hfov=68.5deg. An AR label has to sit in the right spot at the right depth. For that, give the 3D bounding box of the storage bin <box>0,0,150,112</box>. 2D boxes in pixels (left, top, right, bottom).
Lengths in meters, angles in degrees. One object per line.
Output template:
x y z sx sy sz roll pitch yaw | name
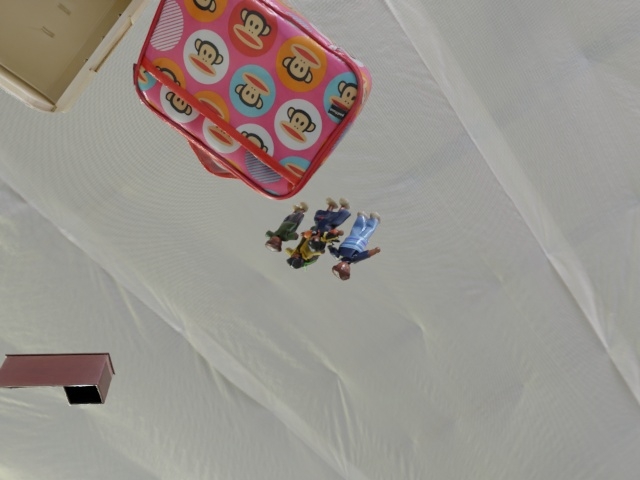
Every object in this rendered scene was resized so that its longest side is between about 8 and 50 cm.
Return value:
-0.388 -0.345 0.607 0.260 0.123 0.262 37 -90 -22 | storage bin

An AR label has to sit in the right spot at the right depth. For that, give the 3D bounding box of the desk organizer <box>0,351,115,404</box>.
-0.345 0.181 0.613 0.130 0.050 0.047 1 -53 -7 | desk organizer

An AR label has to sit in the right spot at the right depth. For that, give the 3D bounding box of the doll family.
0.000 0.000 0.686 0.192 0.111 0.076 -8 -52 45 | doll family

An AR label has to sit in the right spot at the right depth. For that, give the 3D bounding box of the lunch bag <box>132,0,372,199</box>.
-0.104 -0.204 0.656 0.293 0.120 0.258 37 -64 -2 | lunch bag
